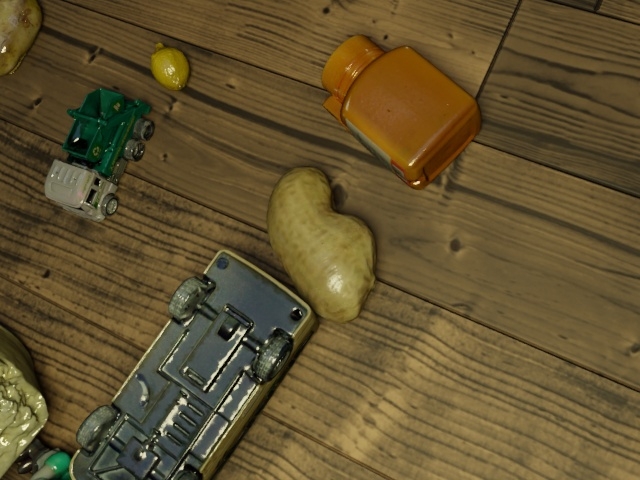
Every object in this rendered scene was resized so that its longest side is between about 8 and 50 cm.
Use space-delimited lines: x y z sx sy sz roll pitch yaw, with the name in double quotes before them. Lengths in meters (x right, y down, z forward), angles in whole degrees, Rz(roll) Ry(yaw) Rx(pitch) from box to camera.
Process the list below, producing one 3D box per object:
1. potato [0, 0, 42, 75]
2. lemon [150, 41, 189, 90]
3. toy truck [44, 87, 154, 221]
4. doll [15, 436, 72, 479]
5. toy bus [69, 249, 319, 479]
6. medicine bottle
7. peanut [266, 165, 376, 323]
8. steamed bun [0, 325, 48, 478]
"potato" -0.569 -0.380 1.335 0.107 0.080 0.171 13 77 25
"lemon" -0.254 -0.292 1.237 0.065 0.065 0.092 -30 80 6
"toy truck" -0.371 -0.149 1.203 0.110 0.116 0.216 19 82 18
"doll" -0.346 0.404 1.058 0.258 0.195 0.153 5 39 42
"toy bus" -0.161 0.210 1.014 0.176 0.202 0.365 34 84 14
"medicine bottle" 0.112 -0.200 1.089 0.149 0.112 0.222 -45 70 1
"peanut" 0.000 0.000 1.068 0.137 0.122 0.253 -32 66 -4
"steamed bun" -0.588 0.228 1.065 0.290 0.272 0.273 -37 39 -3
